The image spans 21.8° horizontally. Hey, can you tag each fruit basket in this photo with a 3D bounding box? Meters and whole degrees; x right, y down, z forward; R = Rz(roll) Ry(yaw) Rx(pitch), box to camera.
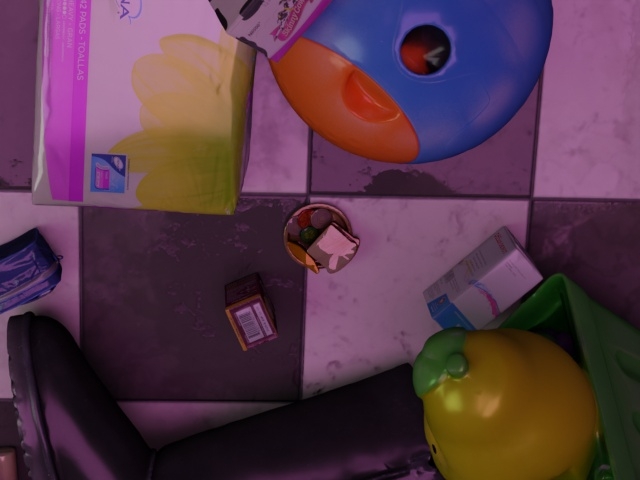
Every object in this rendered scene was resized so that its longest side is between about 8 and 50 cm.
[{"bbox_3d":[0.213,0.219,1.718,0.392,0.392,0.283,28,131,-13],"label":"fruit basket"}]

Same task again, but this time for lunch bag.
[{"bbox_3d":[-0.326,0.036,1.807,0.098,0.067,0.065,-26,109,3],"label":"lunch bag"}]

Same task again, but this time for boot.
[{"bbox_3d":[-0.096,0.213,1.839,0.445,0.146,0.367,-13,97,-4],"label":"boot"}]

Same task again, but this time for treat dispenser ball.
[{"bbox_3d":[0.085,-0.219,1.637,0.288,0.288,0.288,-1,109,-4],"label":"treat dispenser ball"}]

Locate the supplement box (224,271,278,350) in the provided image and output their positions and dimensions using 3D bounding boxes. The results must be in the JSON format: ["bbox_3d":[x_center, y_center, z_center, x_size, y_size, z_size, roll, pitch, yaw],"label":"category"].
[{"bbox_3d":[-0.077,0.078,1.830,0.043,0.083,0.055,-23,109,3],"label":"supplement box"}]

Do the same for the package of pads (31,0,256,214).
[{"bbox_3d":[-0.179,-0.178,1.728,0.229,0.101,0.296,3,109,-5],"label":"package of pads"}]

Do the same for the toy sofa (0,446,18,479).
[{"bbox_3d":[-0.382,0.360,1.758,0.177,0.362,0.150,-2,108,3],"label":"toy sofa"}]

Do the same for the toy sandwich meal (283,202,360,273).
[{"bbox_3d":[0.000,0.000,1.838,0.085,0.029,0.085,-1,109,-4],"label":"toy sandwich meal"}]

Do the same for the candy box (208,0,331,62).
[{"bbox_3d":[-0.051,-0.298,1.542,0.071,0.233,0.159,26,115,-40],"label":"candy box"}]

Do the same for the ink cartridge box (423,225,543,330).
[{"bbox_3d":[0.180,0.050,1.836,0.122,0.088,0.052,-41,105,9],"label":"ink cartridge box"}]
